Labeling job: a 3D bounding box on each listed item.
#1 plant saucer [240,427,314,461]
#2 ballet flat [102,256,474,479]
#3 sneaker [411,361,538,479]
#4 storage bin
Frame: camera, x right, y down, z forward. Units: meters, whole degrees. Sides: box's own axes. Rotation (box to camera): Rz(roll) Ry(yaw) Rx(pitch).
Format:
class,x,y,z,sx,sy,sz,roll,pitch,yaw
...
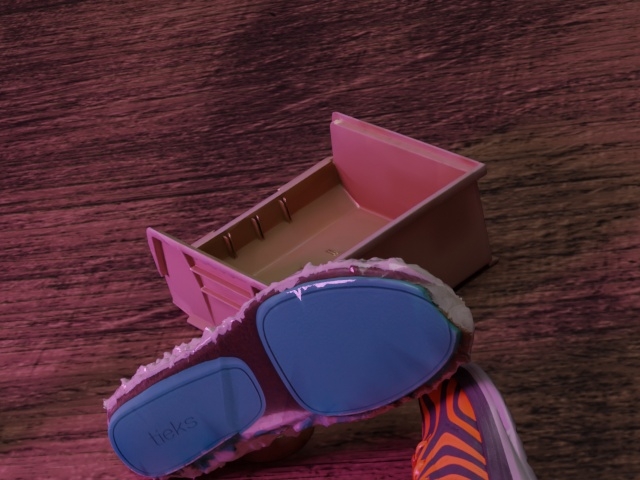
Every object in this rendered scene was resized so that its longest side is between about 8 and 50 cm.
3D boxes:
class,x,y,z,sx,sy,sz,roll,pitch,yaw
plant saucer,-0.048,0.176,1.650,0.083,0.015,0.083,-11,32,7
ballet flat,-0.025,0.099,1.560,0.409,0.147,0.147,-23,24,34
sneaker,0.084,0.217,1.420,0.180,0.124,0.321,-17,31,-3
storage bin,0.000,0.000,1.805,0.262,0.123,0.260,-34,36,-26
